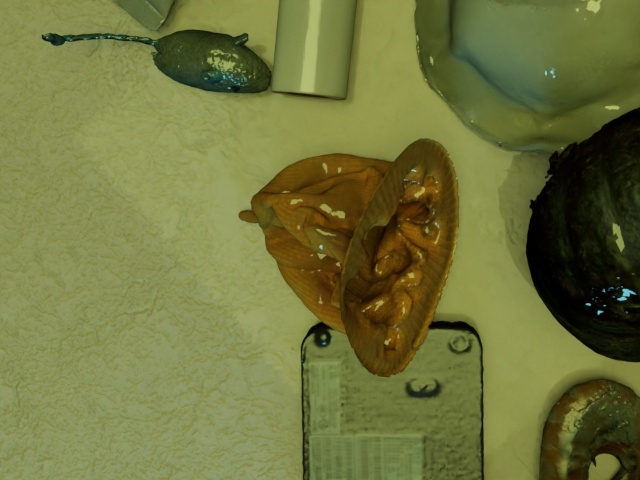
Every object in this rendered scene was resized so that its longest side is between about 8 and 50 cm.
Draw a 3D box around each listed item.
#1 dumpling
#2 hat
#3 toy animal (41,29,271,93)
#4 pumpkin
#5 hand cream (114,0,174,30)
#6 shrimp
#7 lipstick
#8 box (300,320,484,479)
[{"bbox_3d":[0.259,-0.218,0.994,0.341,0.181,0.260,5,105,7],"label":"dumpling"},{"bbox_3d":[0.000,0.000,1.068,0.233,0.233,0.244,14,123,34],"label":"hat"},{"bbox_3d":[-0.178,-0.215,1.090,0.253,0.079,0.070,13,74,0],"label":"toy animal"},{"bbox_3d":[0.354,-0.008,0.935,0.320,0.320,0.192,-23,58,8],"label":"pumpkin"},{"bbox_3d":[-0.154,-0.401,1.078,0.140,0.089,0.314,38,107,10],"label":"hand cream"},{"bbox_3d":[0.313,0.250,1.091,0.132,0.051,0.187,16,101,3],"label":"shrimp"},{"bbox_3d":[0.003,-0.322,1.058,0.087,0.087,0.326,6,96,6],"label":"lipstick"},{"bbox_3d":[0.084,0.268,1.117,0.211,0.058,0.350,-1,94,7],"label":"box"}]
